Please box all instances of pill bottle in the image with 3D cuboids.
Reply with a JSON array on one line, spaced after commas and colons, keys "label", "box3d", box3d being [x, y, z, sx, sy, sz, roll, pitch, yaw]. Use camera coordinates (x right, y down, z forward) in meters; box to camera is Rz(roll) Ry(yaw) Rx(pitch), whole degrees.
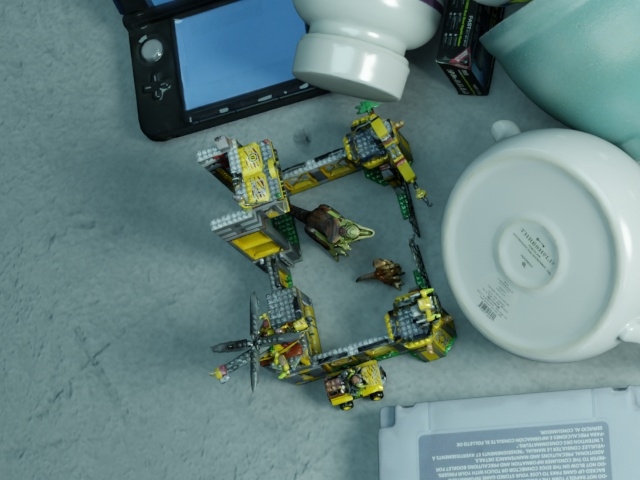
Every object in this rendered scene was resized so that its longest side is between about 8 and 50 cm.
[{"label": "pill bottle", "box3d": [0.064, -0.312, 1.785, 0.169, 0.169, 0.302, 13, 87, 24]}]

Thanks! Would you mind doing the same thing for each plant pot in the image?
[{"label": "plant pot", "box3d": [0.336, -0.204, 1.663, 0.293, 0.293, 0.196, -32, 91, 8]}]

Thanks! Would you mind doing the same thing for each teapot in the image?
[{"label": "teapot", "box3d": [0.263, 0.001, 1.660, 0.252, 0.187, 0.256, -2, 98, 39]}]

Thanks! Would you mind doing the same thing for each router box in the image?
[{"label": "router box", "box3d": [0.169, -0.234, 1.817, 0.038, 0.092, 0.122, 6, 75, 23]}]

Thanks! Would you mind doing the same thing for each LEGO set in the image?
[{"label": "LEGO set", "box3d": [0.000, 0.000, 1.744, 0.254, 0.192, 0.331, -11, 69, 17]}]

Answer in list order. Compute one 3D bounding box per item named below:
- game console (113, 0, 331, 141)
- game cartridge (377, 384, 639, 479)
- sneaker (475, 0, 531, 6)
[{"label": "game console", "box3d": [-0.119, -0.287, 1.897, 0.293, 0.173, 0.250, -15, 67, 16]}, {"label": "game cartridge", "box3d": [0.203, 0.255, 1.661, 0.294, 0.060, 0.196, -6, 67, 19]}, {"label": "sneaker", "box3d": [0.226, -0.293, 1.771, 0.240, 0.126, 0.091, -33, 78, -33]}]
